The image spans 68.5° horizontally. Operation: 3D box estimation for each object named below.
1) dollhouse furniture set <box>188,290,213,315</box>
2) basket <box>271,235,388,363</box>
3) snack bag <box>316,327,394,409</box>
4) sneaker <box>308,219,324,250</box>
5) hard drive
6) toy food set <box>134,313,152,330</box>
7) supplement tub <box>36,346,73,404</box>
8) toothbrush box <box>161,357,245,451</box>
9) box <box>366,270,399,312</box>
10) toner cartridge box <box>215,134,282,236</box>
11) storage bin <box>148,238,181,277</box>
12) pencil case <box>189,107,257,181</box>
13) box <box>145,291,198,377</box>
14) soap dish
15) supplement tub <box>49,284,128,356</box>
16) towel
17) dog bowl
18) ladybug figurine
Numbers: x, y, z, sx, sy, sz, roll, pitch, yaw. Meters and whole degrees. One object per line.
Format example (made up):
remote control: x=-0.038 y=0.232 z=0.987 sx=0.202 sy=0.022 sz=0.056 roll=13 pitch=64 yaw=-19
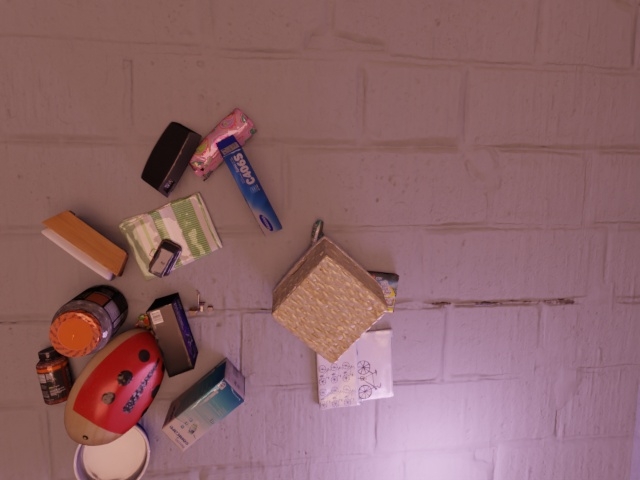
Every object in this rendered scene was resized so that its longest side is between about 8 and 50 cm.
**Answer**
dollhouse furniture set: x=-0.462 y=0.239 z=1.805 sx=0.090 sy=0.114 sz=0.081 roll=3 pitch=92 yaw=-7
basket: x=0.030 y=0.224 z=1.760 sx=0.331 sy=0.266 sz=0.328 roll=41 pitch=100 yaw=-12
snack bag: x=0.151 y=0.542 z=1.979 sx=0.342 sy=0.037 sz=0.324 roll=-3 pitch=97 yaw=-9
sneaker: x=0.000 y=0.000 z=1.878 sx=0.076 sy=0.065 sz=0.167 roll=6 pitch=104 yaw=-17
hard drive: x=-0.548 y=-0.300 z=1.701 sx=0.172 sy=0.054 sz=0.255 roll=32 pitch=94 yaw=33
toy food set: x=-0.677 y=0.326 z=1.827 sx=0.082 sy=0.020 sz=0.084 roll=12 pitch=96 yaw=-10
supplement tub: x=-0.994 y=0.502 z=1.757 sx=0.105 sy=0.106 sz=0.198 roll=-9 pitch=98 yaw=-8
toothbrush box: x=-0.441 y=0.621 z=1.804 sx=0.295 sy=0.216 sz=0.126 roll=-38 pitch=101 yaw=-3
box: x=0.199 y=0.206 z=1.938 sx=0.232 sy=0.044 sz=0.159 roll=7 pitch=96 yaw=-10
toner cartridge box: x=-0.255 y=-0.194 z=1.694 sx=0.075 sy=0.165 sz=0.348 roll=-28 pitch=123 yaw=-5
storage bin: x=-0.588 y=0.069 z=1.742 sx=0.098 sy=0.091 sz=0.135 roll=28 pitch=94 yaw=-12
pencil case: x=-0.367 y=-0.354 z=1.737 sx=0.284 sy=0.124 sz=0.124 roll=-44 pitch=101 yaw=-2
box: x=-0.552 y=0.349 z=1.768 sx=0.103 sy=0.184 sz=0.262 roll=-17 pitch=100 yaw=-10
soap dish: x=-0.820 y=0.020 z=1.671 sx=0.290 sy=0.229 sz=0.118 roll=39 pitch=74 yaw=-12
supplement tub: x=-0.810 y=0.281 z=1.650 sx=0.193 sy=0.316 sz=0.194 roll=-1 pitch=97 yaw=-8
towel: x=-0.566 y=-0.017 z=1.793 sx=0.324 sy=0.038 sz=0.248 roll=-23 pitch=101 yaw=-5
dog bowl: x=-0.788 y=0.815 z=1.790 sx=0.264 sy=0.104 sz=0.265 roll=4 pitch=78 yaw=-19
ladybug figurine: x=-0.706 y=0.527 z=1.685 sx=0.305 sy=0.161 sz=0.450 roll=47 pitch=64 yaw=-48
